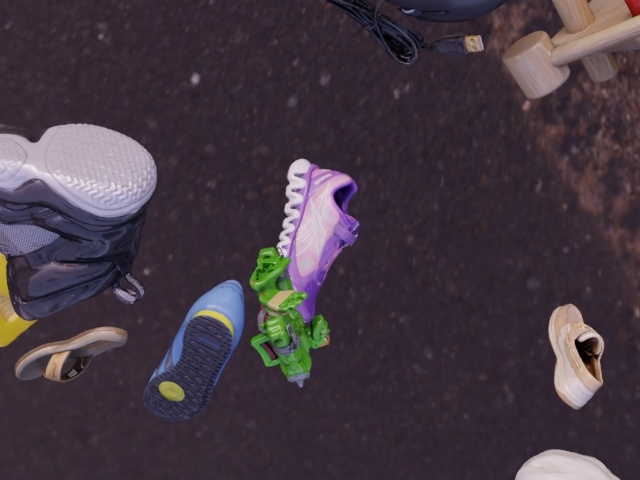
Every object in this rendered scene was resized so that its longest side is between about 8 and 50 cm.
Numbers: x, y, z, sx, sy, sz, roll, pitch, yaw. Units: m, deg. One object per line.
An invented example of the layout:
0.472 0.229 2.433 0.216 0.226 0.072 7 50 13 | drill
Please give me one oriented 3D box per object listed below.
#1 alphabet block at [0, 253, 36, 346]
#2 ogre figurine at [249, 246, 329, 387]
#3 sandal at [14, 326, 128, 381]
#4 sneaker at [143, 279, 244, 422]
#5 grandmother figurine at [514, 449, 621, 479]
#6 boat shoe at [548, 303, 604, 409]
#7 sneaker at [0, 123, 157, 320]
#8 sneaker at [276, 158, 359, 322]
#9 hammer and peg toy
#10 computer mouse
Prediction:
-0.465 -0.001 1.769 0.197 0.193 0.192 24 146 38 | alphabet block
-0.046 0.100 1.605 0.096 0.197 0.118 -26 122 -14 | ogre figurine
-0.333 0.161 1.686 0.180 0.049 0.072 -19 161 21 | sandal
-0.135 0.126 1.422 0.069 0.082 0.209 28 130 -5 | sneaker
0.243 0.331 1.027 0.104 0.208 0.342 -21 95 6 | grandmother figurine
0.329 0.137 1.597 0.063 0.170 0.059 35 124 -22 | boat shoe
-0.254 -0.024 0.980 0.268 0.101 0.153 15 127 14 | sneaker
0.000 0.000 1.782 0.104 0.236 0.095 3 165 15 | sneaker
0.395 -0.264 1.444 0.266 0.361 0.127 2 130 55 | hammer and peg toy
0.140 -0.248 1.392 0.262 0.060 0.184 -7 152 40 | computer mouse
